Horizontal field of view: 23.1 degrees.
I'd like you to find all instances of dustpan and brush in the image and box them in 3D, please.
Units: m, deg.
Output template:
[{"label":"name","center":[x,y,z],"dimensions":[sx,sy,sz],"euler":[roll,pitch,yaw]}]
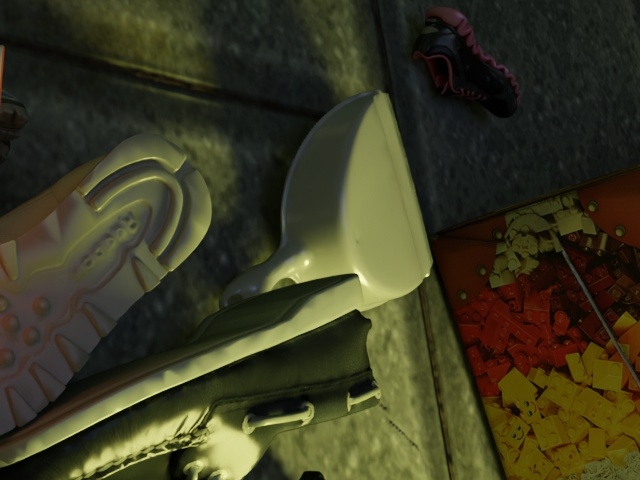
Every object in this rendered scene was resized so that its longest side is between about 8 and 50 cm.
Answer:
[{"label":"dustpan and brush","center":[0.000,0.000,1.040],"dimensions":[0.211,0.060,0.147],"euler":[-46,124,-58]}]

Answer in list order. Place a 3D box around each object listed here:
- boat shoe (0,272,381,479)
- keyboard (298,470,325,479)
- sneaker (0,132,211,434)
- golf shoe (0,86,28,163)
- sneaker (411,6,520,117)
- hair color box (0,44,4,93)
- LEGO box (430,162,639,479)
[{"label":"boat shoe","center":[-0.062,0.096,0.856],"dimensions":[0.302,0.114,0.091],"euler":[-21,96,-47]},{"label":"keyboard","center":[-0.042,0.209,0.914],"dimensions":[0.192,0.038,0.100],"euler":[-59,145,-48]},{"label":"sneaker","center":[-0.160,0.033,0.788],"dimensions":[0.235,0.095,0.090],"euler":[-36,105,-32]},{"label":"golf shoe","center":[-0.234,-0.078,0.770],"dimensions":[0.176,0.069,0.086],"euler":[10,40,-49]},{"label":"sneaker","center":[0.114,-0.131,1.256],"dimensions":[0.119,0.047,0.057],"euler":[44,63,-30]},{"label":"hair color box","center":[-0.185,-0.020,0.700],"dimensions":[0.072,0.043,0.141],"euler":[5,84,-25]},{"label":"LEGO box","center":[0.346,0.106,1.318],"dimensions":[0.500,0.193,0.372],"euler":[-15,87,-54]}]
